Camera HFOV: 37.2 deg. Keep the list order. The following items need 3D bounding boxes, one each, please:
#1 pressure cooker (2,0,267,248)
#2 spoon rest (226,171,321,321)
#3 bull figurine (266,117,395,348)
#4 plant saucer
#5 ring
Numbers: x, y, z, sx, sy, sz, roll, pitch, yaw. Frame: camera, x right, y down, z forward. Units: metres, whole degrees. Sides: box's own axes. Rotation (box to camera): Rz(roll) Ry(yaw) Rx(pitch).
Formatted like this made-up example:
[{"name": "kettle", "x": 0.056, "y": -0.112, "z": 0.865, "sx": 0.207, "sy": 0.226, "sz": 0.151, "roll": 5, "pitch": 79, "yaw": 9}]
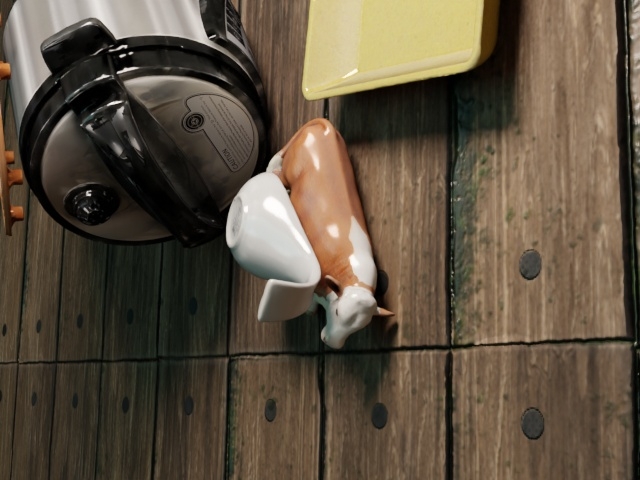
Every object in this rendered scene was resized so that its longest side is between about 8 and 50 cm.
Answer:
[{"name": "pressure cooker", "x": -0.275, "y": -0.193, "z": 1.435, "sx": 0.375, "sy": 0.370, "sz": 0.420, "roll": -59, "pitch": 38, "yaw": 35}, {"name": "spoon rest", "x": -0.060, "y": 0.012, "z": 1.190, "sx": 0.276, "sy": 0.084, "sz": 0.137, "roll": -115, "pitch": 40, "yaw": -58}, {"name": "bull figurine", "x": 0.000, "y": 0.000, "z": 1.242, "sx": 0.188, "sy": 0.101, "sz": 0.310, "roll": -31, "pitch": 60, "yaw": 50}, {"name": "plant saucer", "x": 0.114, "y": -0.342, "z": 1.163, "sx": 0.333, "sy": 0.081, "sz": 0.332, "roll": 1, "pitch": 84, "yaw": 55}, {"name": "ring", "x": -0.453, "y": -0.174, "z": 1.352, "sx": 0.336, "sy": 0.032, "sz": 0.336, "roll": 174, "pitch": 90, "yaw": -71}]
